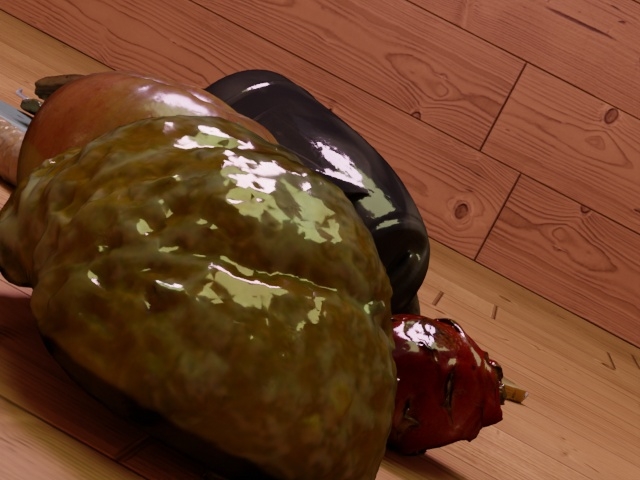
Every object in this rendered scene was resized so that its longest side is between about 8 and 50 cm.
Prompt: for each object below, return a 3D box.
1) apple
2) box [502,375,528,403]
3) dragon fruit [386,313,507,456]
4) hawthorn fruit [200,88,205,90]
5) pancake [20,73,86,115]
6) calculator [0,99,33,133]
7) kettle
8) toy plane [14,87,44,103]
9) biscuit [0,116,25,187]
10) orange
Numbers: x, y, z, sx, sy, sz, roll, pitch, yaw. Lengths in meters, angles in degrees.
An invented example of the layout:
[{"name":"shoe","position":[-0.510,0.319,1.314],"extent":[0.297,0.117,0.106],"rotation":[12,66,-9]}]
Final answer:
[{"name":"apple","position":[-0.160,-0.056,1.344],"extent":[0.261,0.194,0.261],"rotation":[25,6,-3]},{"name":"box","position":[0.195,0.169,1.787],"extent":[0.149,0.020,0.073],"rotation":[21,8,-43]},{"name":"dragon fruit","position":[0.055,0.112,1.212],"extent":[0.246,0.125,0.125],"rotation":[19,42,-42]},{"name":"hawthorn fruit","position":[-0.154,-0.144,2.224],"extent":[0.188,0.169,0.169],"rotation":[27,6,3]},{"name":"pancake","position":[-0.268,-0.161,1.774],"extent":[0.212,0.029,0.235],"rotation":[12,-13,-25]},{"name":"calculator","position":[-0.382,-0.138,1.734],"extent":[0.295,0.042,0.184],"rotation":[25,7,-30]},{"name":"kettle","position":[0.000,0.000,1.639],"extent":[0.324,0.228,0.321],"rotation":[39,-18,40]},{"name":"toy plane","position":[-0.357,-0.162,1.927],"extent":[0.162,0.065,0.171],"rotation":[29,8,6]},{"name":"biscuit","position":[-0.354,-0.104,1.550],"extent":[0.219,0.055,0.061],"rotation":[32,-36,41]},{"name":"orange","position":[-0.081,0.025,1.004],"extent":[0.271,0.210,0.369],"rotation":[26,9,-37]}]
